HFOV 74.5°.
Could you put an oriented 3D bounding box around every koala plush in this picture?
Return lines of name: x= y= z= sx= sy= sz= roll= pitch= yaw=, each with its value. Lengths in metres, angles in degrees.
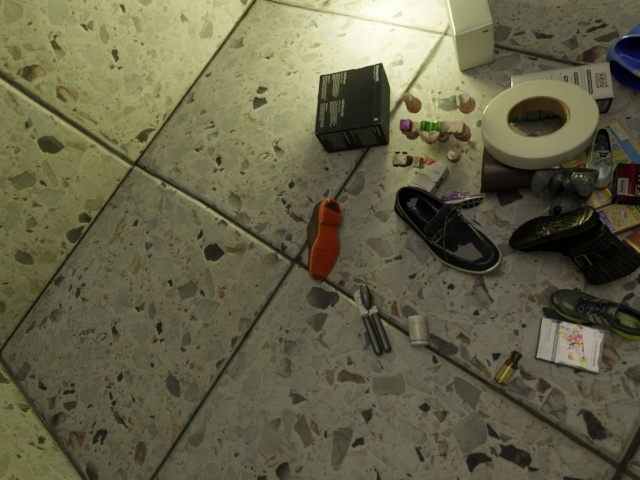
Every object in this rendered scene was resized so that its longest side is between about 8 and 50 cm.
koala plush: x=0.877 y=-0.142 z=1.492 sx=0.196 sy=0.203 sz=0.221 roll=14 pitch=113 yaw=48

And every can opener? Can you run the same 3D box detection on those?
can opener: x=0.197 y=0.312 z=1.659 sx=0.074 sy=0.093 sz=0.280 roll=-23 pitch=68 yaw=11

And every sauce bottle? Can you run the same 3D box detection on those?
sauce bottle: x=0.648 y=0.439 z=1.448 sx=0.042 sy=0.042 sz=0.128 roll=37 pitch=87 yaw=29

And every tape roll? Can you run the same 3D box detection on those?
tape roll: x=0.802 y=-0.435 z=1.557 sx=0.392 sy=0.072 sz=0.391 roll=-11 pitch=56 yaw=17

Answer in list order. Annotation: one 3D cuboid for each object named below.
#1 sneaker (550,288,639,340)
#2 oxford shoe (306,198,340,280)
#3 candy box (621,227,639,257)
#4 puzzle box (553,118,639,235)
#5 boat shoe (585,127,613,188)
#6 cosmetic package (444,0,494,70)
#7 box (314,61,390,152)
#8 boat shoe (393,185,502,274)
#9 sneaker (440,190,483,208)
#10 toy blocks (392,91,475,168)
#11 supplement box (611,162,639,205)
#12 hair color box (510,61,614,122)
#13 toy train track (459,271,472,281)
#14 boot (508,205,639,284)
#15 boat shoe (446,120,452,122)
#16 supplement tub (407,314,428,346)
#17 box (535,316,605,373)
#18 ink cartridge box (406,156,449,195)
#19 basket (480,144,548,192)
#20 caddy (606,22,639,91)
sneaker: x=0.919 y=0.227 z=1.375 sx=0.300 sy=0.121 sz=0.111 roll=17 pitch=77 yaw=27
oxford shoe: x=0.000 y=0.000 z=1.863 sx=0.133 sy=0.130 sz=0.363 roll=-2 pitch=73 yaw=56
candy box: x=1.128 y=0.039 z=1.405 sx=0.109 sy=0.053 sz=0.186 roll=-36 pitch=60 yaw=6
puzzle box: x=1.055 y=-0.228 z=1.540 sx=0.272 sy=0.052 sz=0.408 roll=-23 pitch=63 yaw=13
boat shoe: x=1.003 y=-0.301 z=1.512 sx=0.079 sy=0.081 sz=0.227 roll=4 pitch=71 yaw=24
cosmetic package: x=0.667 y=-1.040 z=1.918 sx=0.162 sy=0.230 sz=0.453 roll=-11 pitch=65 yaw=19
box: x=0.158 y=-0.619 z=1.986 sx=0.313 sy=0.179 sz=0.343 roll=-3 pitch=69 yaw=22
boat shoe: x=0.477 y=-0.049 z=1.647 sx=0.187 sy=0.156 sz=0.500 roll=-45 pitch=61 yaw=-1
sneaker: x=0.571 y=-0.172 z=1.708 sx=0.170 sy=0.068 sz=0.071 roll=-4 pitch=63 yaw=21
toy blocks: x=0.477 y=-0.435 z=1.750 sx=0.289 sy=0.260 sz=0.308 roll=9 pitch=95 yaw=24
supplement box: x=1.134 y=-0.185 z=1.420 sx=0.240 sy=0.073 sz=0.130 roll=7 pitch=73 yaw=24
hair color box: x=0.955 y=-0.589 z=1.692 sx=0.347 sy=0.105 sz=0.173 roll=-1 pitch=70 yaw=22
toy train track: x=0.568 y=0.119 z=1.622 sx=0.048 sy=0.014 sz=0.083 roll=23 pitch=79 yaw=28
boot: x=0.862 y=0.037 z=1.461 sx=0.260 sy=0.348 sz=0.131 roll=44 pitch=68 yaw=-11
boat shoe: x=0.524 y=-0.499 z=1.869 sx=0.137 sy=0.049 sz=0.043 roll=-14 pitch=23 yaw=19
supplement tub: x=0.367 y=0.341 z=1.584 sx=0.071 sy=0.071 sz=0.107 roll=-9 pitch=66 yaw=19
box: x=0.834 y=0.350 z=1.410 sx=0.186 sy=0.038 sz=0.145 roll=11 pitch=75 yaw=24
ink cartridge box: x=0.457 y=-0.264 z=1.790 sx=0.109 sy=0.063 sz=0.150 roll=34 pitch=85 yaw=30
basket: x=0.746 y=-0.274 z=1.631 sx=0.227 sy=0.154 sz=0.204 roll=5 pitch=66 yaw=20
caddy: x=1.232 y=-0.647 z=1.527 sx=0.179 sy=0.241 sz=0.341 roll=-45 pitch=60 yaw=-5
